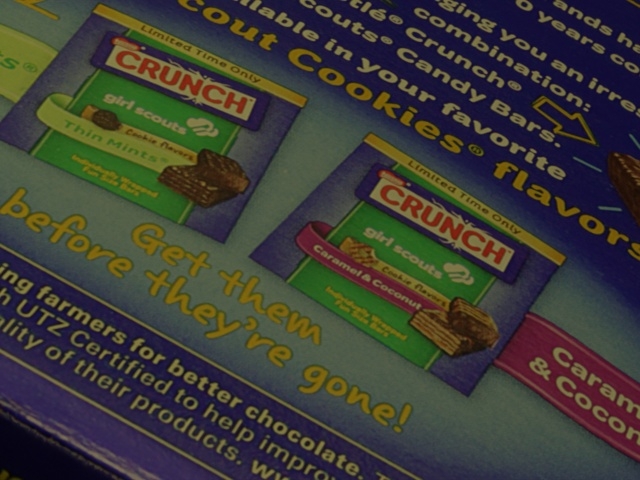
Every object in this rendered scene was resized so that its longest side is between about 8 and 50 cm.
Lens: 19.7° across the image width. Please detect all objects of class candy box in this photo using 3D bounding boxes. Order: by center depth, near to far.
[{"bbox_3d":[0.000,0.000,0.458,0.268,0.122,0.317,29,37,5],"label":"candy box"}]
